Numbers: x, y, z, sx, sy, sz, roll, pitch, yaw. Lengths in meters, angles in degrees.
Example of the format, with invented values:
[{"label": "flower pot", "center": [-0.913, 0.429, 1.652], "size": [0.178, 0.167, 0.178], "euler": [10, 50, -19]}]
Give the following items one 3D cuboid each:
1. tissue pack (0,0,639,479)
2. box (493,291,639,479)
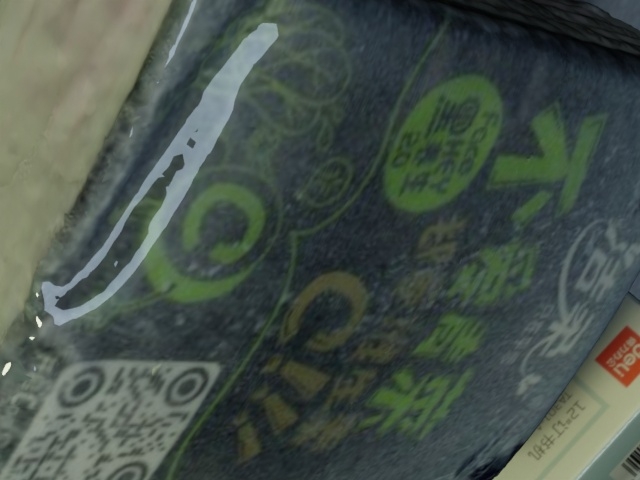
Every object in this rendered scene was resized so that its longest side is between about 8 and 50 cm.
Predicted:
[{"label": "tissue pack", "center": [0.000, 0.000, 0.732], "size": [0.394, 0.124, 0.288], "euler": [5, 122, -47]}, {"label": "box", "center": [0.116, 0.140, 0.965], "size": [0.269, 0.135, 0.079], "euler": [-48, 140, 2]}]
